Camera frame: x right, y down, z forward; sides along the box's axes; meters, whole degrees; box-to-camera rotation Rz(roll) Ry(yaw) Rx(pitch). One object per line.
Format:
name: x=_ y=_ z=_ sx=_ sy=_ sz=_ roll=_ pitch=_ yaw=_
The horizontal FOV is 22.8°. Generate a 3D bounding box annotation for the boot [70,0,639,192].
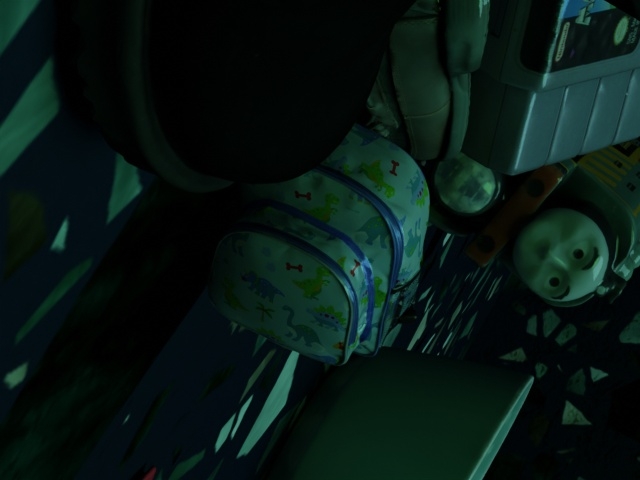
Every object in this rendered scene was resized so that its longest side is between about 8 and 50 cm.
boot: x=0.068 y=-0.088 z=0.457 sx=0.131 sy=0.260 sz=0.348 roll=-52 pitch=166 yaw=-34

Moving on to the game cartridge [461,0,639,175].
game cartridge: x=0.197 y=-0.220 z=0.926 sx=0.230 sy=0.068 sz=0.355 roll=-22 pitch=130 yaw=-49

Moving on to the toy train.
toy train: x=0.186 y=-0.046 z=1.266 sx=0.142 sy=0.190 sz=0.334 roll=-52 pitch=173 yaw=20

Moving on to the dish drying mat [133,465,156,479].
dish drying mat: x=-0.121 y=0.161 z=0.915 sx=0.083 sy=0.008 sz=0.032 roll=-46 pitch=163 yaw=-57

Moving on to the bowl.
bowl: x=0.051 y=0.222 z=1.460 sx=0.311 sy=0.163 sz=0.311 roll=-58 pitch=169 yaw=-19

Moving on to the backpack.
backpack: x=0.000 y=0.000 z=0.798 sx=0.084 sy=0.105 sz=0.114 roll=-52 pitch=161 yaw=-44

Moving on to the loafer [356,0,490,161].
loafer: x=0.038 y=-0.107 z=0.833 sx=0.267 sy=0.084 sz=0.096 roll=86 pitch=3 yaw=-77
